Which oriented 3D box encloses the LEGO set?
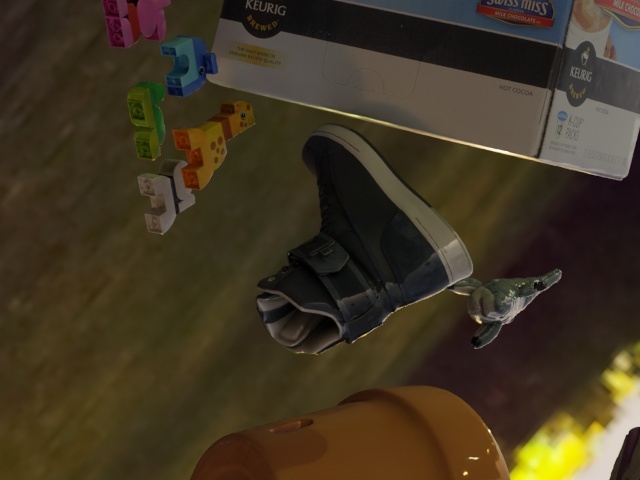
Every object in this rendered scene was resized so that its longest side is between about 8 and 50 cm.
[{"bbox_3d":[-0.116,-0.123,1.771,0.093,0.087,0.227,-35,126,-45],"label":"LEGO set"}]

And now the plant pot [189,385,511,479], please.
[{"bbox_3d":[0.008,0.271,1.719,0.203,0.291,0.291,4,142,-31],"label":"plant pot"}]

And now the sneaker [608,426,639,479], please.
[{"bbox_3d":[0.295,0.198,1.482,0.305,0.152,0.114,90,19,-79],"label":"sneaker"}]

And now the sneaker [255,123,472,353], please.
[{"bbox_3d":[0.000,-0.001,1.635,0.163,0.226,0.086,-33,131,-9],"label":"sneaker"}]

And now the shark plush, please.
[{"bbox_3d":[0.199,0.062,1.970,0.067,0.073,0.161,-26,164,39],"label":"shark plush"}]

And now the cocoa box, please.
[{"bbox_3d":[0.114,-0.209,1.795,0.231,0.347,0.228,6,98,-61],"label":"cocoa box"}]
